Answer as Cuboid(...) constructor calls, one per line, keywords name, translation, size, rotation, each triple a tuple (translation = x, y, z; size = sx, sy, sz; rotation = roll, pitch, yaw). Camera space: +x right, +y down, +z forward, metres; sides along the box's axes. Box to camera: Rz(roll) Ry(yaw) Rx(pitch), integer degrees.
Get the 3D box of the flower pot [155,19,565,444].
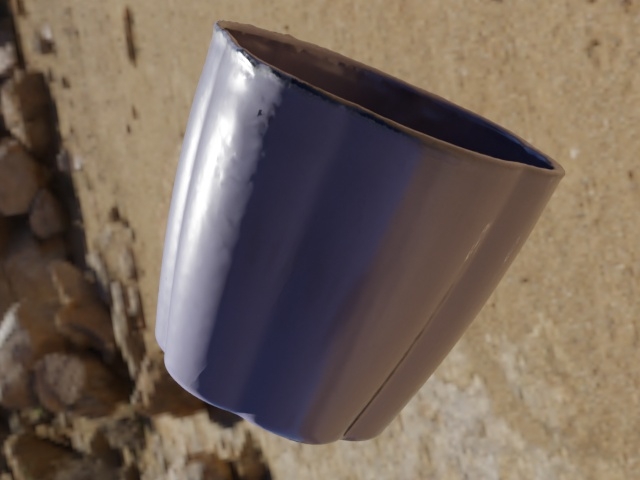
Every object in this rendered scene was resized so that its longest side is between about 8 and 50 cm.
Cuboid(name="flower pot", translation=(0.000, 0.000, 0.908), size=(0.243, 0.265, 0.265), rotation=(-65, 25, 12))
